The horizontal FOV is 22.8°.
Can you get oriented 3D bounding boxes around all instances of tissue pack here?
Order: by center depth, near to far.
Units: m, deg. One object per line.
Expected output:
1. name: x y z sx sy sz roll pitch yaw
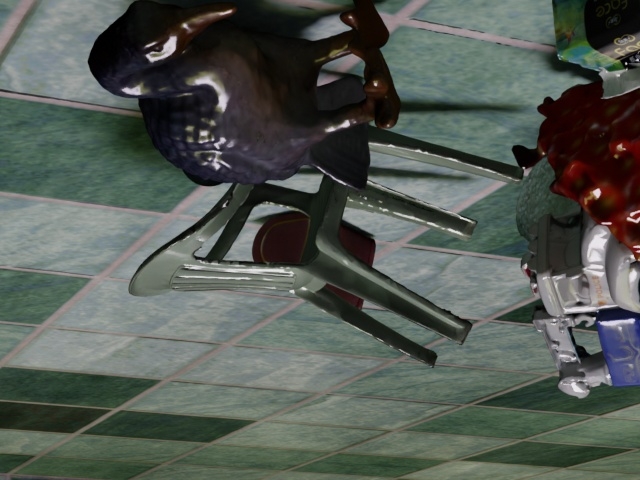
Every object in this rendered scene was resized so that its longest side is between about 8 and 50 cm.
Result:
1. tissue pack: 0.222 -0.143 1.051 0.085 0.079 0.111 11 160 -35

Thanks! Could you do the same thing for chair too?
1. chair: 0.000 0.000 1.339 0.275 0.190 0.203 19 163 -1

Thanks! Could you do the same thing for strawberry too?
1. strawberry: 0.284 -0.083 1.160 0.234 0.234 0.178 9 131 -29

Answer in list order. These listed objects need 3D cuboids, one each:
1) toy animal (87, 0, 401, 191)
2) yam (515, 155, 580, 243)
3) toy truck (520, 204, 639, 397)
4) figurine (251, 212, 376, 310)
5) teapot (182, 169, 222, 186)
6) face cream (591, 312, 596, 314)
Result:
1. toy animal: -0.038 -0.105 1.111 0.185 0.122 0.298 -15 168 11
2. yam: 0.312 -0.022 1.437 0.259 0.093 0.093 7 162 -23
3. toy truck: 0.261 0.032 1.324 0.177 0.161 0.213 -8 132 18
4. figurine: -0.011 0.024 1.620 0.098 0.082 0.154 6 169 31
5. teapot: -0.094 -0.084 1.315 0.049 0.063 0.083 -37 172 -22
6. face cream: 0.383 0.022 1.650 0.092 0.058 0.244 18 150 -34
